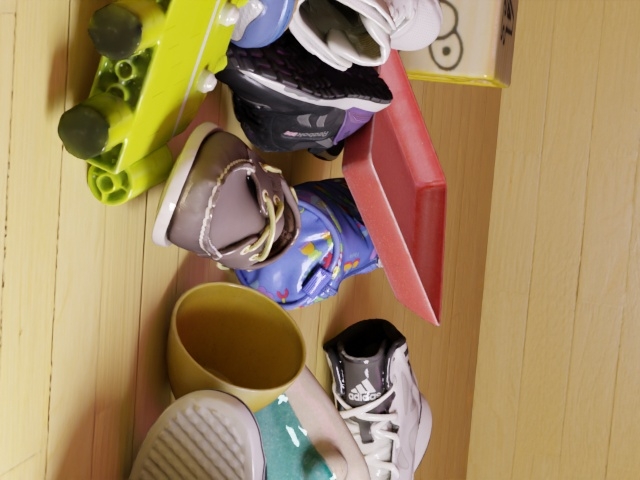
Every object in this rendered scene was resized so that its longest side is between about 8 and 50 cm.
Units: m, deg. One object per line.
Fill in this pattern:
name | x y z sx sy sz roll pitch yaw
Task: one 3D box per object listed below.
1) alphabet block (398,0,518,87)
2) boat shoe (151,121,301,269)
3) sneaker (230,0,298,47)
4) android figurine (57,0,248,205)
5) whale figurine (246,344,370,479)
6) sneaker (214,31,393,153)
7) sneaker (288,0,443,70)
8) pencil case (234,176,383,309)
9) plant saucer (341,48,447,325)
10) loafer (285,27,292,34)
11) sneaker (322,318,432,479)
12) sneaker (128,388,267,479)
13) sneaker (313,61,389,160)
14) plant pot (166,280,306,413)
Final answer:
alphabet block | 0.164 -0.315 2.333 0.193 0.192 0.197 -5 102 -75
boat shoe | -0.077 -0.028 1.538 0.116 0.097 0.324 -64 175 -2
sneaker | -0.095 -0.282 1.504 0.131 0.112 0.296 -46 144 -38
android figurine | -0.123 -0.152 1.393 0.248 0.056 0.273 -69 169 20
whale figurine | -0.053 0.199 1.794 0.216 0.141 0.272 46 -17 47
sneaker | -0.042 -0.136 1.735 0.124 0.107 0.283 -44 153 21
sneaker | 0.042 -0.223 1.757 0.292 0.108 0.169 24 36 -46
pencil case | 0.000 0.000 1.926 0.119 0.133 0.306 -54 172 14
plant saucer | 0.083 -0.073 1.958 0.259 0.048 0.258 -84 156 -48
loafer | 0.002 -0.294 1.880 0.267 0.096 0.084 76 18 -51
sneaker | 0.043 0.285 2.259 0.447 0.169 0.257 -81 160 -46
sneaker | -0.111 0.266 1.606 0.127 0.126 0.321 -43 149 -63
sneaker | 0.030 -0.196 2.023 0.084 0.097 0.234 -61 154 -57
plant pot | -0.093 0.120 1.641 0.095 0.134 0.134 -59 -176 39
